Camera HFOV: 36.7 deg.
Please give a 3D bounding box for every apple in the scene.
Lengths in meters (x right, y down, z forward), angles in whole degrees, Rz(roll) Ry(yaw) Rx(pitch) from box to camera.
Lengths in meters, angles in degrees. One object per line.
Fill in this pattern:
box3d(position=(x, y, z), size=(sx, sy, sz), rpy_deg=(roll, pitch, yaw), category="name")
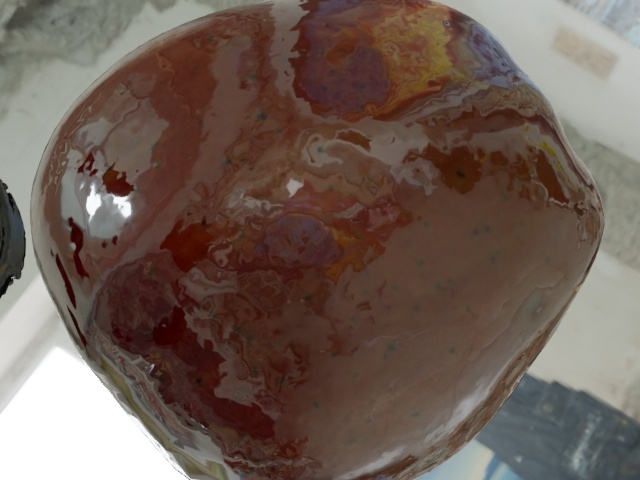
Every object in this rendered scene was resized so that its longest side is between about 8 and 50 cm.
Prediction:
box3d(position=(0.000, 0.000, 0.677), size=(0.365, 0.328, 0.295), rpy_deg=(-26, 33, -4), category="apple")

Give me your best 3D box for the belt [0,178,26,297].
box3d(position=(-0.210, -0.002, 0.340), size=(0.198, 0.151, 0.078), rpy_deg=(-3, -31, -47), category="belt")
